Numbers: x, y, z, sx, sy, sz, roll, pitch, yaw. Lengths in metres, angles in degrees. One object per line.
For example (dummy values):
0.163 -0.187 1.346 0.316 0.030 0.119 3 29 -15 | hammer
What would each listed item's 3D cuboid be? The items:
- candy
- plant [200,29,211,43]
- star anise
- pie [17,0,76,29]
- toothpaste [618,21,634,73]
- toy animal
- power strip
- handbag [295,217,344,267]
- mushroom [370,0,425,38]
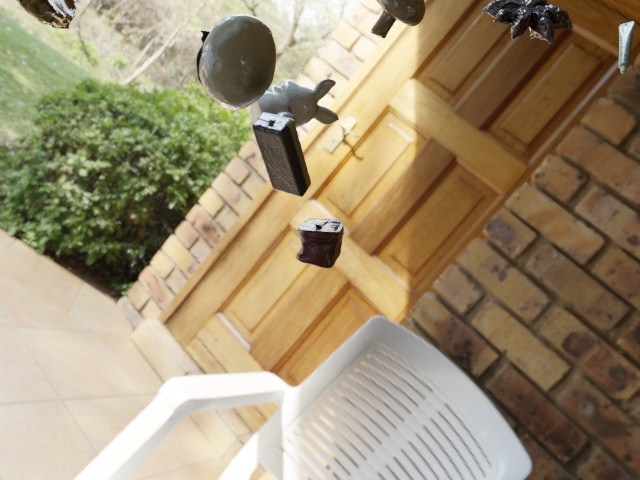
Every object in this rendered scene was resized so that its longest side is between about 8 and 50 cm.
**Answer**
-0.238 -0.535 1.818 0.185 0.296 0.295 39 6 28 | candy
-0.288 -0.609 2.024 0.233 0.178 0.204 -1 -4 -11 | plant
0.535 -0.585 1.536 0.230 0.081 0.262 14 40 17 | star anise
-0.711 -0.673 1.443 0.340 0.083 0.339 61 10 -18 | pie
0.972 -0.616 1.899 0.048 0.197 0.029 -6 -29 44 | toothpaste
-0.098 -0.520 2.355 0.241 0.367 0.196 35 -42 41 | toy animal
-0.100 -0.230 1.595 0.105 0.070 0.257 17 -31 24 | power strip
0.000 0.000 2.010 0.146 0.136 0.225 8 15 10 | handbag
0.265 -0.832 2.161 0.207 0.215 0.207 32 20 -13 | mushroom
